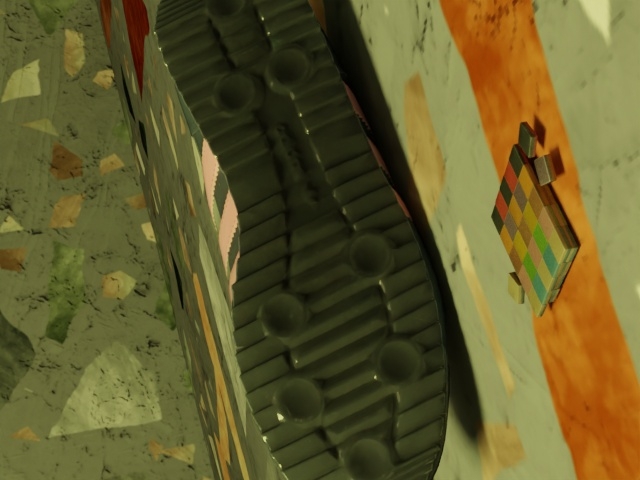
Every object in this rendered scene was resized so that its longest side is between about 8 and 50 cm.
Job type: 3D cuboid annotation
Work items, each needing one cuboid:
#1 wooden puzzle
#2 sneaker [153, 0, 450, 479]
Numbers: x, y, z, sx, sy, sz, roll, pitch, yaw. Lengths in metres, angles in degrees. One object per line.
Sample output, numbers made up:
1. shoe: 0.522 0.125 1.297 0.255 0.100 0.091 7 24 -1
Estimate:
1. wooden puzzle: 0.081 -0.004 0.467 0.083 0.006 0.049 96 157 -57
2. sneaker: 0.000 0.000 0.673 0.131 0.112 0.319 60 -165 -70
